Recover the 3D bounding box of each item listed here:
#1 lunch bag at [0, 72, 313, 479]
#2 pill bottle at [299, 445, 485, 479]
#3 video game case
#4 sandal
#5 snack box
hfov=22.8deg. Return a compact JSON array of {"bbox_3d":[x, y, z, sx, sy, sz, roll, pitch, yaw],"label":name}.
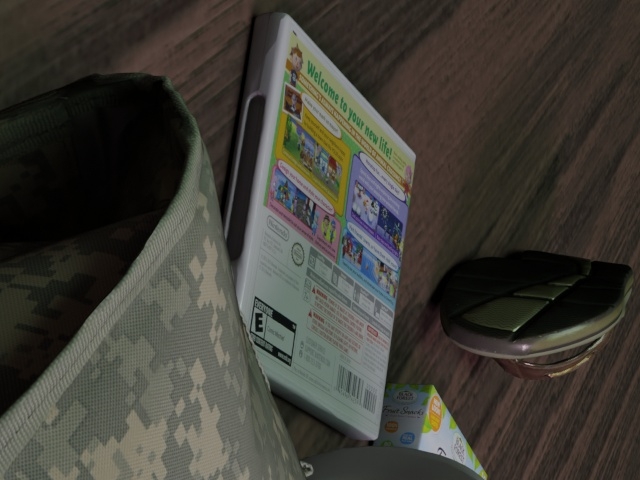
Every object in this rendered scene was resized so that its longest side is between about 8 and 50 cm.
[{"bbox_3d":[-0.101,0.112,0.519,0.287,0.169,0.235,-57,140,-44],"label":"lunch bag"},{"bbox_3d":[0.039,0.267,0.849,0.160,0.160,0.283,-53,137,-54],"label":"pill bottle"},{"bbox_3d":[0.000,0.000,0.924,0.212,0.023,0.193,40,55,-60],"label":"video game case"},{"bbox_3d":[0.179,0.064,1.229,0.303,0.120,0.086,-10,113,-66],"label":"sandal"},{"bbox_3d":[0.071,0.172,1.071,0.141,0.037,0.100,58,38,-51],"label":"snack box"}]
